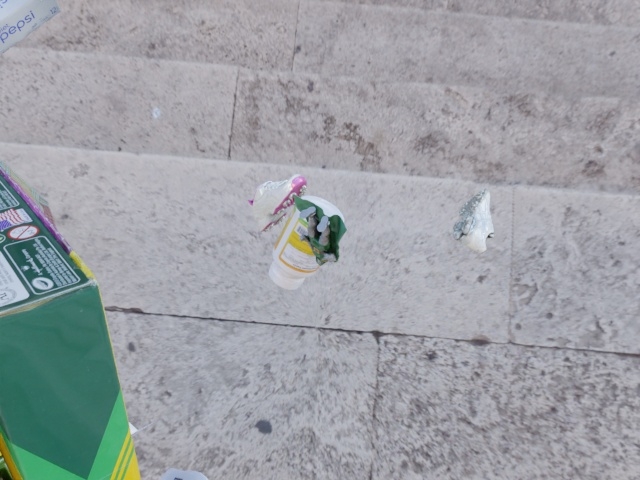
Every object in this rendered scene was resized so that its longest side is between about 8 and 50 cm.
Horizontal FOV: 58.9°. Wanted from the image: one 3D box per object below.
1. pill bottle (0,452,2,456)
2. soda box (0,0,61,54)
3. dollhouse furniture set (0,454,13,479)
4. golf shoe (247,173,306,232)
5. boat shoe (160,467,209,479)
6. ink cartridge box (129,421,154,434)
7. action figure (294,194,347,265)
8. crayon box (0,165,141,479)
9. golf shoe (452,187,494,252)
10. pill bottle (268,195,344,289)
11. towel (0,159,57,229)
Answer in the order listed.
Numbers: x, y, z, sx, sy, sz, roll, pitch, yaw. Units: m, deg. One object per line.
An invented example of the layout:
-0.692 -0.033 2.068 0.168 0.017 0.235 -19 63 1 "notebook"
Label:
-0.605 0.274 0.960 0.188 0.188 0.334 -16 125 -3 "pill bottle"
-0.754 -0.506 1.308 0.098 0.091 0.286 42 72 6 "soda box"
-0.411 0.384 0.622 0.197 0.301 0.151 -24 97 35 "dollhouse furniture set"
-0.151 -0.142 1.823 0.115 0.306 0.140 -31 83 -39 "golf shoe"
-0.380 0.737 1.682 0.084 0.258 0.095 46 61 -27 "boat shoe"
-0.508 0.472 1.265 0.206 0.208 0.045 -38 80 33 "ink cartridge box"
0.000 0.000 1.245 0.137 0.232 0.063 39 74 20 "action figure"
-0.328 0.105 0.606 0.106 0.313 0.363 -21 38 -35 "crayon box"
0.354 -0.042 1.269 0.086 0.069 0.176 41 53 -9 "golf shoe"
-0.047 0.013 1.531 0.136 0.136 0.245 32 121 4 "pill bottle"
-0.895 -0.124 1.679 0.040 0.370 0.271 -30 61 -5 "towel"
